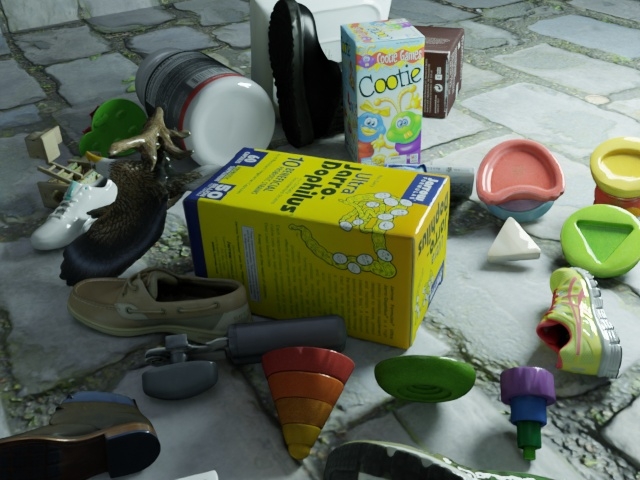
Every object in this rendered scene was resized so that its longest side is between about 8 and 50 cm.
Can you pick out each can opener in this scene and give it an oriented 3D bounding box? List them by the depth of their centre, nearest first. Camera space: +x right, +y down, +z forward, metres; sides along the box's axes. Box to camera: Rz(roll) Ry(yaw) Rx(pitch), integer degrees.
[{"bbox_3d":[-0.102,0.167,1.000,0.284,0.076,0.095,-5,64,-4],"label":"can opener"}]

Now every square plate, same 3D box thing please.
[{"bbox_3d":[0.005,-0.434,1.688,0.344,0.347,0.049,-15,52,-17],"label":"square plate"}]

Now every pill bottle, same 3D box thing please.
[{"bbox_3d":[-0.272,-0.307,1.618,0.210,0.210,0.363,-20,35,-25],"label":"pill bottle"}]

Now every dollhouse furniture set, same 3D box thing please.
[{"bbox_3d":[-0.487,-0.175,1.472,0.101,0.160,0.182,8,35,17],"label":"dollhouse furniture set"}]

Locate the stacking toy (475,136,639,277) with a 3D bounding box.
[{"bbox_3d":[0.429,-0.039,1.271,0.309,0.130,0.279,5,59,18],"label":"stacking toy"}]

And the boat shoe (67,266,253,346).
[{"bbox_3d":[-0.249,0.084,1.095,0.302,0.098,0.109,7,34,17],"label":"boat shoe"}]

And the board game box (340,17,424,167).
[{"bbox_3d":[0.128,-0.304,1.512,0.142,0.275,0.144,-8,33,-8],"label":"board game box"}]

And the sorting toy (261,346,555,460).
[{"bbox_3d":[0.102,0.215,0.885,0.366,0.127,0.126,3,62,6],"label":"sorting toy"}]

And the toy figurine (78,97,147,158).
[{"bbox_3d":[-0.504,-0.258,1.687,0.173,0.130,0.159,-44,31,-14],"label":"toy figurine"}]

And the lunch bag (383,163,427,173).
[{"bbox_3d":[0.146,-0.045,1.236,0.096,0.128,0.151,1,32,8],"label":"lunch bag"}]

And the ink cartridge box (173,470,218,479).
[{"bbox_3d":[-0.199,0.339,0.682,0.237,0.100,0.172,-10,32,-11],"label":"ink cartridge box"}]

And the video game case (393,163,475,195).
[{"bbox_3d":[0.213,-0.112,1.347,0.143,0.019,0.157,4,-10,11],"label":"video game case"}]

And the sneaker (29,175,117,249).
[{"bbox_3d":[-0.465,-0.063,1.355,0.080,0.094,0.212,15,37,25],"label":"sneaker"}]

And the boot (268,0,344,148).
[{"bbox_3d":[0.029,-0.389,1.602,0.260,0.348,0.131,-22,43,-20],"label":"boot"}]

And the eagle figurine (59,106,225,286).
[{"bbox_3d":[-0.316,-0.072,1.231,0.226,0.298,0.225,-8,44,-40],"label":"eagle figurine"}]

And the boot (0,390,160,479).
[{"bbox_3d":[-0.313,0.241,0.873,0.219,0.082,0.106,1,18,-23],"label":"boot"}]

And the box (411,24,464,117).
[{"bbox_3d":[0.254,-0.423,1.790,0.167,0.168,0.203,8,34,18],"label":"box"}]

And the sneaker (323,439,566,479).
[{"bbox_3d":[0.200,0.294,0.732,0.410,0.158,0.182,11,4,24],"label":"sneaker"}]

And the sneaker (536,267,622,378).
[{"bbox_3d":[0.348,0.108,1.019,0.094,0.081,0.208,-4,32,3],"label":"sneaker"}]

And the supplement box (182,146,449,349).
[{"bbox_3d":[0.000,0.000,1.116,0.357,0.195,0.194,10,35,20],"label":"supplement box"}]
